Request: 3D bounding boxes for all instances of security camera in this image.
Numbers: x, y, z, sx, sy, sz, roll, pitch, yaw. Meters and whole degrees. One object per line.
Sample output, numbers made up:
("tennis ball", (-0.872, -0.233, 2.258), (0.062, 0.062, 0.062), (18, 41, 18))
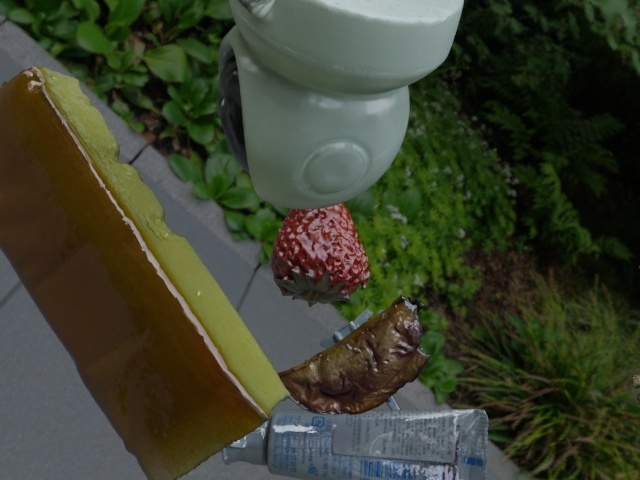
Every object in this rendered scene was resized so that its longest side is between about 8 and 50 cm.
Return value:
("security camera", (0.000, -0.139, 0.571), (0.195, 0.236, 0.194), (10, 45, -10))

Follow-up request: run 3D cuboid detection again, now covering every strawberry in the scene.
("strawberry", (0.000, 0.000, 1.316), (0.205, 0.205, 0.244), (26, 60, -37))

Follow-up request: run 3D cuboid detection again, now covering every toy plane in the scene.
("toy plane", (0.119, 0.312, 1.526), (0.267, 0.212, 0.088), (58, 4, 30))

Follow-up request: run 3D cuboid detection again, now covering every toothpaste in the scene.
("toothpaste", (0.039, 0.240, 0.738), (0.073, 0.299, 0.114), (52, 42, -76))

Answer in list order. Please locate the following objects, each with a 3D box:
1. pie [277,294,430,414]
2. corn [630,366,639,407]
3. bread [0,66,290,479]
("pie", (0.044, 0.126, 0.645), (0.092, 0.170, 0.034), (54, 5, -8))
("corn", (0.514, 0.270, 0.907), (0.087, 0.087, 0.210), (-13, 80, -56))
("bread", (-0.182, 0.025, 0.557), (0.361, 0.138, 0.077), (55, 23, 6))
